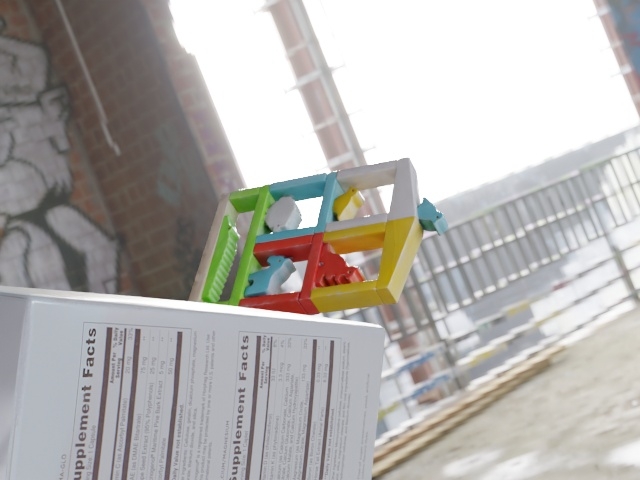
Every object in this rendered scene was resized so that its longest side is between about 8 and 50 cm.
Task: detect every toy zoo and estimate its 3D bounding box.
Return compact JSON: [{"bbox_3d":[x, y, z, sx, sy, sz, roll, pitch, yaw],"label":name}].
[{"bbox_3d":[0.000,0.000,1.210,0.293,0.030,0.192,-9,46,25],"label":"toy zoo"}]

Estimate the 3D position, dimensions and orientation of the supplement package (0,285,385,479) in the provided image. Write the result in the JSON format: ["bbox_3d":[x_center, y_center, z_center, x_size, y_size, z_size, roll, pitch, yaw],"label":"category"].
[{"bbox_3d":[-0.126,0.131,0.647,0.199,0.198,0.263,3,-5,42],"label":"supplement package"}]
